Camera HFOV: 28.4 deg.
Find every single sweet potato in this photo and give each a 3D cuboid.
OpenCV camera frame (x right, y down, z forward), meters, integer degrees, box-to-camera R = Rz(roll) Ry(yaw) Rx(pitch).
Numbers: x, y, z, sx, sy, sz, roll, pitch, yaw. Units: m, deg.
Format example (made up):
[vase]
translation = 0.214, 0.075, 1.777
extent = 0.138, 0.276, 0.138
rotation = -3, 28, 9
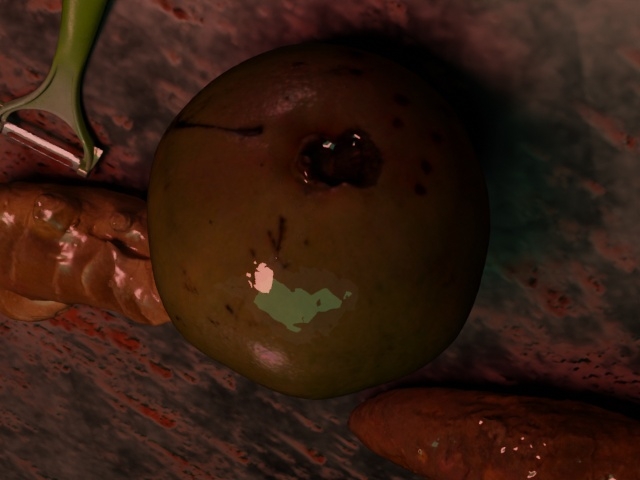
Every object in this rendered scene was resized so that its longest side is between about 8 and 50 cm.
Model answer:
[sweet potato]
translation = 0.166, 0.143, 0.748
extent = 0.342, 0.114, 0.092
rotation = 7, 95, 17

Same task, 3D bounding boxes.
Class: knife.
[knife]
translation = -0.148, -0.107, 0.724
extent = 0.078, 0.022, 0.166
rotation = 23, 135, -5

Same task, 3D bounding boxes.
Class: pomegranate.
[pomegranate]
translation = -0.003, 0.008, 0.658
extent = 0.179, 0.179, 0.210
rotation = 13, 133, 13

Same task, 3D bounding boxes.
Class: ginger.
[ginger]
translation = -0.153, 0.001, 0.783
extent = 0.206, 0.081, 0.115
rotation = -6, 113, 35
